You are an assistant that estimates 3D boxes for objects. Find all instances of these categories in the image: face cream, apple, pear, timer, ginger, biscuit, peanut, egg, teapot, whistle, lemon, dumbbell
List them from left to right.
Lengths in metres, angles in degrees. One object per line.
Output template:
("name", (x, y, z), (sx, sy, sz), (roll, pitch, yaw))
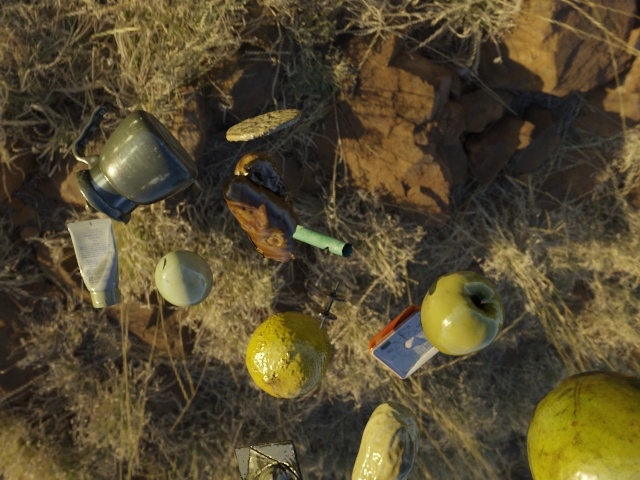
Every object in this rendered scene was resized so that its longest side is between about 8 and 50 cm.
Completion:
("face cream", (-0.569, 0.056, 1.353), (0.114, 0.070, 0.224), (-7, 102, 2))
("teapot", (-0.508, -0.194, 1.329), (0.285, 0.223, 0.305), (-40, 104, 2))
("egg", (-0.465, 0.132, 1.807), (0.186, 0.187, 0.253), (-26, 149, 0))
("biscuit", (-0.084, -0.172, 0.781), (0.120, 0.120, 0.015), (-20, 115, -6))
("ginger", (-0.167, -0.111, 1.696), (0.176, 0.254, 0.418), (-2, 140, 26))
("lemon", (-0.094, 0.350, 1.639), (0.258, 0.258, 0.310), (-52, 167, 23))
("whistle", (0.000, 0.000, 1.280), (0.039, 0.186, 0.039), (-17, 116, -39))
("dumbbell", (0.026, 0.185, 1.498), (0.069, 0.069, 0.147), (18, 95, -34))
("peanut", (0.164, 0.576, 1.346), (0.152, 0.152, 0.313), (22, 86, -36))
("timer", (0.325, 0.370, 2.014), (0.257, 0.161, 0.250), (-42, 140, 7))
("apple", (0.441, 0.229, 1.646), (0.262, 0.262, 0.263), (-12, 133, -13))
("pear", (0.576, 0.418, 0.972), (0.351, 0.413, 0.352), (-8, 119, -14))

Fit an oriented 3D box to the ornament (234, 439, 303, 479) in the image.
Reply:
("ornament", (-0.134, 0.447, 0.881), (0.166, 0.153, 0.196), (-24, 168, 33))
